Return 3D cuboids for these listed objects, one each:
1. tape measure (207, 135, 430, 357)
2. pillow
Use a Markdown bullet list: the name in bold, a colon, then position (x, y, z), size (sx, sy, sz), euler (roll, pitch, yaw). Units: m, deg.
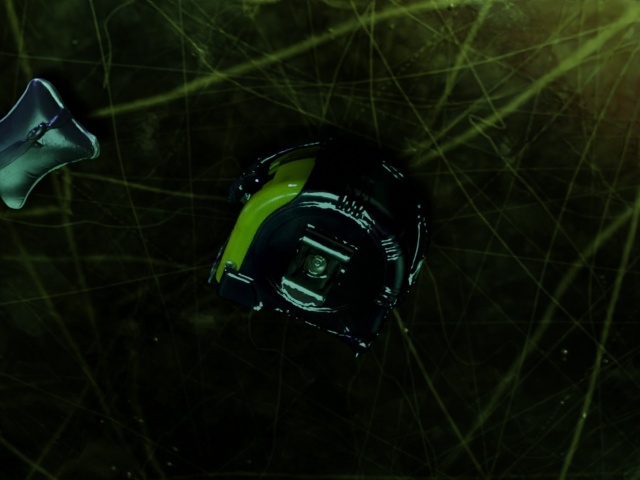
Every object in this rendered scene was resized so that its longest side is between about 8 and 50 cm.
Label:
- **tape measure**: position (0.000, 0.000, 1.317), size (0.199, 0.112, 0.186), euler (22, 124, -2)
- **pillow**: position (-0.286, -0.094, 1.359), size (0.135, 0.055, 0.091), euler (-30, 131, 31)
